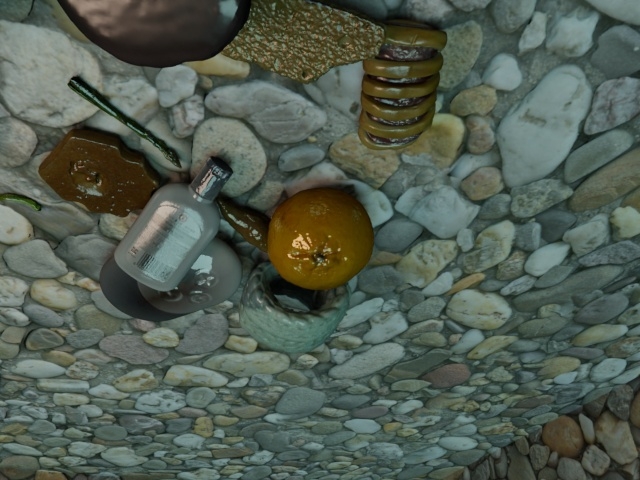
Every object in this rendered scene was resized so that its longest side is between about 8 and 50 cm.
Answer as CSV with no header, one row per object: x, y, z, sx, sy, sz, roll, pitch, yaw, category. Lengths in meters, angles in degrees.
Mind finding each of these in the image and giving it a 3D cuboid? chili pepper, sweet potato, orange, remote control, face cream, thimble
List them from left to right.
-0.593,-0.075,0.993,0.083,0.017,0.030,21,133,-27,chili pepper
-0.335,0.085,1.137,0.332,0.103,0.221,-19,127,16,remote control
-0.274,-0.036,0.982,0.144,0.071,0.291,34,108,-16,face cream
-0.147,-0.032,1.068,0.206,0.060,0.068,37,86,-38,sweet potato
-0.059,0.148,1.163,0.250,0.204,0.171,5,138,-19,thimble
-0.001,0.000,1.026,0.220,0.193,0.219,8,134,9,orange

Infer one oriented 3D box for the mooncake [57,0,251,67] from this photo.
-0.206,-0.366,0.624,0.283,0.141,0.282,2,132,2,mooncake

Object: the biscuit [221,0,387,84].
-0.029,-0.303,0.761,0.237,0.026,0.131,17,137,-4,biscuit

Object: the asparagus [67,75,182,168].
-0.331,-0.200,0.882,0.233,0.022,0.023,39,78,-36,asparagus

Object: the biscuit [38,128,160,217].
-0.399,-0.116,0.959,0.182,0.034,0.215,-33,134,28,biscuit

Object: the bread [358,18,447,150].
0.132,-0.248,0.836,0.134,0.081,0.225,-5,135,-2,bread
